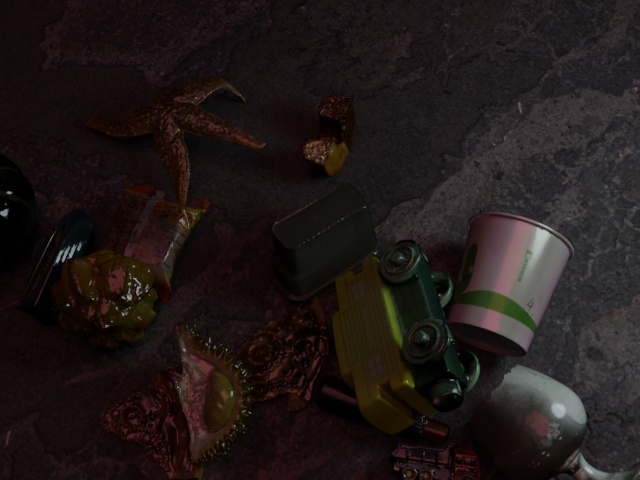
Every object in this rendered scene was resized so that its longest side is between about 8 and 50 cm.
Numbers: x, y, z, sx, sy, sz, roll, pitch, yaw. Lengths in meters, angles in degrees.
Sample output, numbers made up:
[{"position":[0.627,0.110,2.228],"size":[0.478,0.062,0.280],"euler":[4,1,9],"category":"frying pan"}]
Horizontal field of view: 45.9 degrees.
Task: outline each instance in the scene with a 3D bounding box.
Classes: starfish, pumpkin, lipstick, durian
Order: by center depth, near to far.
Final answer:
[{"position":[-0.228,0.318,1.623],"size":[0.166,0.172,0.306],"euler":[-14,79,-11],"category":"durian"},{"position":[0.135,0.376,1.652],"size":[0.299,0.081,0.081],"euler":[19,65,10],"category":"lipstick"},{"position":[-0.841,-0.074,1.794],"size":[0.323,0.241,0.323],"euler":[-1,65,2],"category":"pumpkin"},{"position":[-0.362,-0.286,1.971],"size":[0.398,0.132,0.384],"euler":[-32,72,-11],"category":"starfish"}]

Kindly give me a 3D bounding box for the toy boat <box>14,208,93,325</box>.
[{"position":[-0.622,0.053,1.802],"size":[0.122,0.114,0.296],"euler":[2,62,24],"category":"toy boat"}]

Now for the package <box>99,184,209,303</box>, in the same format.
[{"position":[-0.415,-0.004,1.825],"size":[0.223,0.108,0.288],"euler":[14,70,3],"category":"package"}]

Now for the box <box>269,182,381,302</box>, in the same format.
[{"position":[0.000,0.000,1.773],"size":[0.274,0.178,0.138],"euler":[-32,51,-16],"category":"box"}]

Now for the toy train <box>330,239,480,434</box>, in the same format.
[{"position":[0.163,0.197,1.602],"size":[0.272,0.179,0.442],"euler":[-34,37,19],"category":"toy train"}]

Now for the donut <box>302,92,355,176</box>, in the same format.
[{"position":[0.022,-0.257,1.941],"size":[0.085,0.141,0.217],"euler":[14,64,18],"category":"donut"}]

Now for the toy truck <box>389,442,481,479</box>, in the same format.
[{"position":[0.242,0.479,1.598],"size":[0.192,0.083,0.092],"euler":[7,61,4],"category":"toy truck"}]

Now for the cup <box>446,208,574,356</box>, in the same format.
[{"position":[0.414,0.105,1.709],"size":[0.253,0.253,0.274],"euler":[19,74,10],"category":"cup"}]

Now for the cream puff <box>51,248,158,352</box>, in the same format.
[{"position":[-0.482,0.135,1.691],"size":[0.244,0.196,0.244],"euler":[1,86,-14],"category":"cream puff"}]

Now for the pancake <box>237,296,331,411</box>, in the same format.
[{"position":[-0.057,0.269,1.722],"size":[0.257,0.056,0.212],"euler":[-37,61,-8],"category":"pancake"}]

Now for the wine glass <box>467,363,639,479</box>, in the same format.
[{"position":[0.475,0.418,1.551],"size":[0.238,0.238,0.323],"euler":[-41,69,-18],"category":"wine glass"}]

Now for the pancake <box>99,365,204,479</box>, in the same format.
[{"position":[-0.368,0.403,1.655],"size":[0.244,0.057,0.266],"euler":[-3,64,0],"category":"pancake"}]

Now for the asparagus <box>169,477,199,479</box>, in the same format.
[{"position":[-0.420,0.551,1.570],"size":[0.342,0.082,0.085],"euler":[-7,65,-4],"category":"asparagus"}]
